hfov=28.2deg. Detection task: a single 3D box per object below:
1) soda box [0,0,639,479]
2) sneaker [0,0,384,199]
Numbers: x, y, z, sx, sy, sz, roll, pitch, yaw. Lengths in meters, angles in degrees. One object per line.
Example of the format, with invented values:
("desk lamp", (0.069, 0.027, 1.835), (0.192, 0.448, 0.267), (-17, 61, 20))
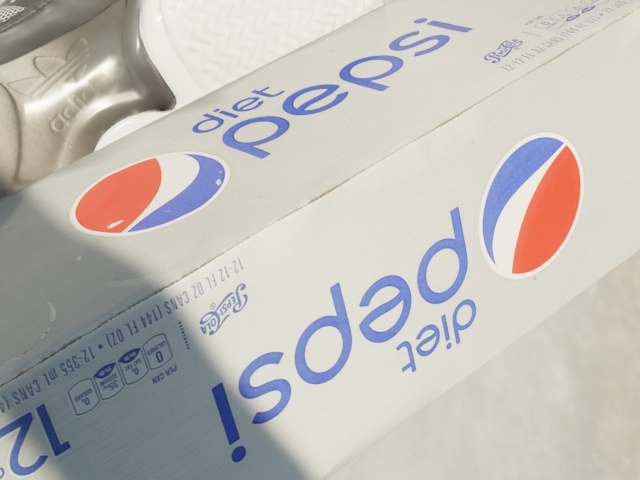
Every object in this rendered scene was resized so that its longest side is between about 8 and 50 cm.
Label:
("soda box", (0.000, 0.000, 0.411), (0.286, 0.098, 0.091), (-32, 124, -28))
("sneaker", (-0.116, -0.055, 0.496), (0.153, 0.268, 0.101), (45, -20, 57))
